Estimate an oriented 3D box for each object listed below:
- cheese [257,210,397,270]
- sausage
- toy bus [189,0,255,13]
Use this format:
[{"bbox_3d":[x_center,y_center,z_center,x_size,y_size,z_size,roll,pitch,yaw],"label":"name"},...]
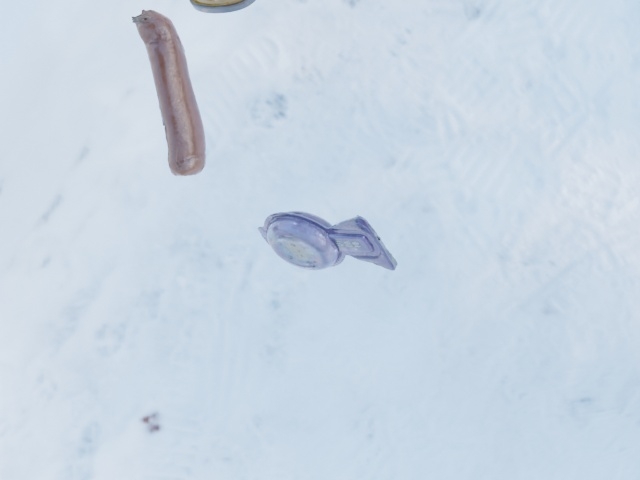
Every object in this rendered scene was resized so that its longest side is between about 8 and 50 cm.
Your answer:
[{"bbox_3d":[0.000,0.000,1.302,0.191,0.105,0.042,-1,49,41],"label":"cheese"},{"bbox_3d":[-0.137,-0.137,0.974,0.036,0.042,0.158,0,108,52],"label":"sausage"},{"bbox_3d":[-0.138,-0.451,1.568,0.126,0.136,0.209,5,60,27],"label":"toy bus"}]
